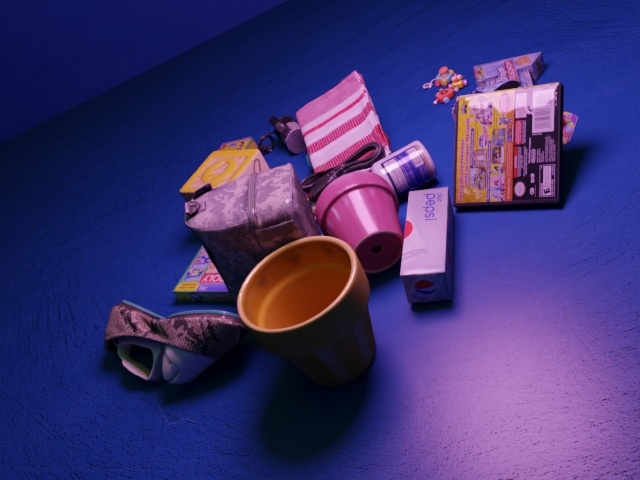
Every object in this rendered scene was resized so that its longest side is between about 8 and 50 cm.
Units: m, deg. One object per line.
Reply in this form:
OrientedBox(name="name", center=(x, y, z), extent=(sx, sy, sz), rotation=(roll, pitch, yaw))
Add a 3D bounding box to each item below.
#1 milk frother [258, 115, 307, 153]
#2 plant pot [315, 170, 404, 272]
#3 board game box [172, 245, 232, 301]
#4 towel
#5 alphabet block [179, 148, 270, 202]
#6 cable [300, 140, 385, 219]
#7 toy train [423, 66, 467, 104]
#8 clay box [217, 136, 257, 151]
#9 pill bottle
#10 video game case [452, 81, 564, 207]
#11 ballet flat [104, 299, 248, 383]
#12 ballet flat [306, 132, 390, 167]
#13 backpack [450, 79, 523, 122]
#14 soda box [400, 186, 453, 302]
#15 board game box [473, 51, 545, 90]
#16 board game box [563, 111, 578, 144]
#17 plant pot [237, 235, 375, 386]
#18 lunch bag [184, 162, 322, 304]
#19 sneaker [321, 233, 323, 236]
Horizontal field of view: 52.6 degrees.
OrientedBox(name="milk frother", center=(-0.122, -0.325, 2.117), extent=(0.135, 0.129, 0.143), rotation=(52, 126, 54))
OrientedBox(name="plant pot", center=(0.105, -0.030, 1.508), extent=(0.201, 0.201, 0.180), rotation=(-26, 45, 4))
OrientedBox(name="board game box", center=(-0.217, 0.070, 1.724), extent=(0.317, 0.046, 0.213), rotation=(-3, 42, 31))
OrientedBox(name="towel", center=(0.059, -0.297, 1.837), extent=(0.237, 0.037, 0.329), rotation=(-31, 59, 24))
OrientedBox(name="alphabet block", center=(-0.244, -0.127, 1.853), extent=(0.193, 0.197, 0.192), rotation=(2, 45, 36))
OrientedBox(name="cable", center=(0.053, -0.172, 1.771), extent=(0.287, 0.072, 0.139), rotation=(-38, 41, 9))
OrientedBox(name="toy train", center=(0.380, -0.485, 1.999), extent=(0.125, 0.046, 0.166), rotation=(-28, 36, 1))
OrientedBox(name="clay box", center=(-0.309, -0.256, 2.178), extent=(0.127, 0.053, 0.222), rotation=(-8, 40, 28))
OrientedBox(name="pill bottle", center=(0.196, -0.168, 1.680), extent=(0.186, 0.112, 0.112), rotation=(-28, 36, 1))
OrientedBox(name="video game case", center=(0.433, -0.216, 1.508), extent=(0.248, 0.035, 0.275), rotation=(-1, 84, 33))
OrientedBox(name="ballet flat", center=(-0.360, 0.249, 1.539), extent=(0.482, 0.164, 0.182), rotation=(0, 66, 42))
OrientedBox(name="ballet flat", center=(0.089, -0.272, 1.895), extent=(0.280, 0.095, 0.096), rotation=(-7, 8, 32))
OrientedBox(name="backpack", center=(0.445, -0.330, 1.667), extent=(0.173, 0.158, 0.117), rotation=(-39, 29, -5))
OrientedBox(name="soda box", center=(0.242, 0.005, 1.447), extent=(0.098, 0.091, 0.286), rotation=(-6, 41, 18))
OrientedBox(name="board game box", center=(0.546, -0.461, 1.847), extent=(0.194, 0.060, 0.194), rotation=(-16, 38, 19))
OrientedBox(name="board game box", center=(0.573, -0.290, 1.642), extent=(0.133, 0.033, 0.169), rotation=(2, 46, 36))
OrientedBox(name="plant pot", center=(-0.003, 0.161, 1.303), extent=(0.254, 0.239, 0.254), rotation=(-18, 36, 14))
OrientedBox(name="lunch bag", center=(-0.137, 0.002, 1.461), extent=(0.256, 0.305, 0.213), rotation=(-18, 39, 6))
OrientedBox(name="sneaker", center=(0.000, 0.000, 1.652), extent=(0.161, 0.057, 0.075), rotation=(-42, 42, -14))
